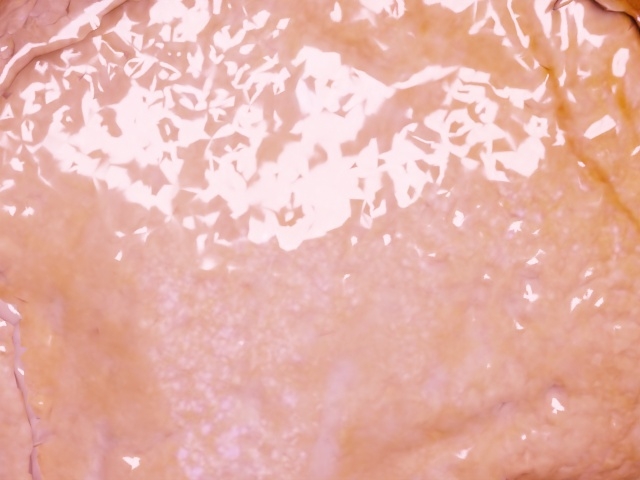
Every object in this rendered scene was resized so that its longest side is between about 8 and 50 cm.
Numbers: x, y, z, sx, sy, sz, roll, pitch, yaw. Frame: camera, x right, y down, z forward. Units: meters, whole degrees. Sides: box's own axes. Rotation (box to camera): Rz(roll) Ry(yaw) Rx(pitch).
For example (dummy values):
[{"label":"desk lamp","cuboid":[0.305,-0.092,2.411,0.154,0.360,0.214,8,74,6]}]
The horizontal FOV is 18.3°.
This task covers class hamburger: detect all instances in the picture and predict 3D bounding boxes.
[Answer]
[{"label":"hamburger","cuboid":[0.000,0.000,0.544,0.243,0.146,0.286,30,99,-27]}]
